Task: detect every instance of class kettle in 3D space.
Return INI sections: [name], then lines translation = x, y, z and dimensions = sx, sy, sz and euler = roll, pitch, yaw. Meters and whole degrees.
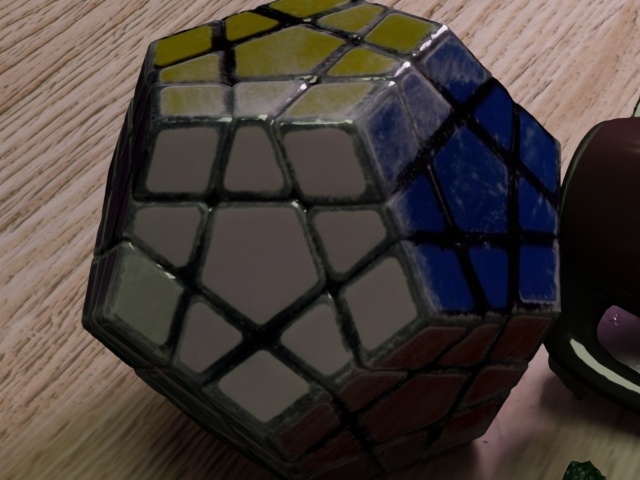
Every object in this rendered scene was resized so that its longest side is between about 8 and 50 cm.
[kettle]
translation = 0.256, 0.020, 1.048
dimensions = 0.232, 0.202, 0.144
euler = 18, 5, 31

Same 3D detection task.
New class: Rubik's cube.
[Rubik's cube]
translation = 0.000, 0.000, 1.068
dimensions = 0.264, 0.319, 0.319
euler = -20, 17, 43

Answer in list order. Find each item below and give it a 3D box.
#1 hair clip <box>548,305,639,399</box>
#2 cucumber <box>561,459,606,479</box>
[hair clip]
translation = 0.325, 0.031, 1.125
dimensions = 0.358, 0.110, 0.095
euler = -20, -8, -11
[cucumber]
translation = 0.135, 0.201, 0.913
dimensions = 0.044, 0.043, 0.257
euler = 4, 32, 12
